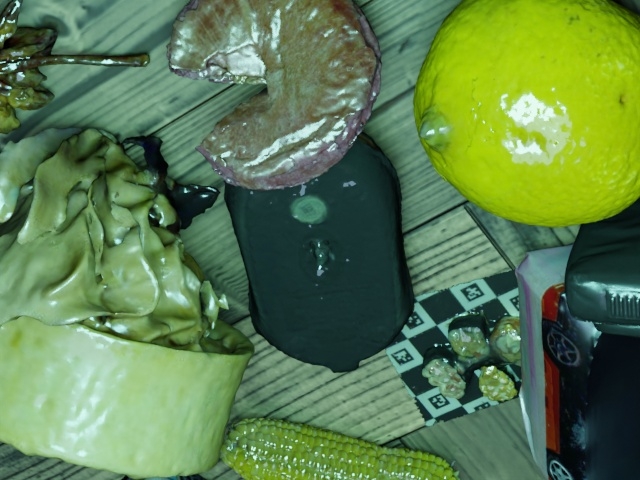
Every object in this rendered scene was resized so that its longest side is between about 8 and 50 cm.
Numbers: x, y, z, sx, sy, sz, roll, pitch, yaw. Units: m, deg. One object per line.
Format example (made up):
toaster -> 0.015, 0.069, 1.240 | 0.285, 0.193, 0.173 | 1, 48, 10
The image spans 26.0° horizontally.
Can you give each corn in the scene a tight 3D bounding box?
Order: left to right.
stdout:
corn -> 0.020, 0.277, 1.664 | 0.292, 0.101, 0.101 | 14, 126, -6

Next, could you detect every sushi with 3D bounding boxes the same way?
sushi -> 0.180, 0.133, 1.579 | 0.210, 0.040, 0.192 | -19, 121, 18

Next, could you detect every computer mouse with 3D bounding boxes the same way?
computer mouse -> 0.000, -0.004, 1.453 | 0.183, 0.116, 0.323 | -4, 129, 6

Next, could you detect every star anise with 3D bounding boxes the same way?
star anise -> -0.313, -0.191, 1.382 | 0.234, 0.073, 0.177 | -26, 128, 14

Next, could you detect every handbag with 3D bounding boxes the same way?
handbag -> 0.383, 0.007, 1.316 | 0.275, 0.244, 0.088 | 0, 125, 24

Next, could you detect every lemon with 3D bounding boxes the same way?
lemon -> 0.212, -0.122, 1.276 | 0.254, 0.228, 0.228 | 19, 126, -16

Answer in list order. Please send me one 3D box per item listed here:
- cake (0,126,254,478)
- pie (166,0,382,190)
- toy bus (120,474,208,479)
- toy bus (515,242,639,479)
cake -> -0.214, 0.049, 1.432 | 0.332, 0.332, 0.321 | 15, 95, -5
pie -> -0.047, -0.161, 1.313 | 0.204, 0.054, 0.218 | -36, 77, 7
toy bus -> -0.107, 0.448, 1.763 | 0.386, 0.162, 0.171 | 32, 122, -17
toy bus -> 0.292, 0.148, 1.499 | 0.128, 0.147, 0.302 | -17, 124, -15
